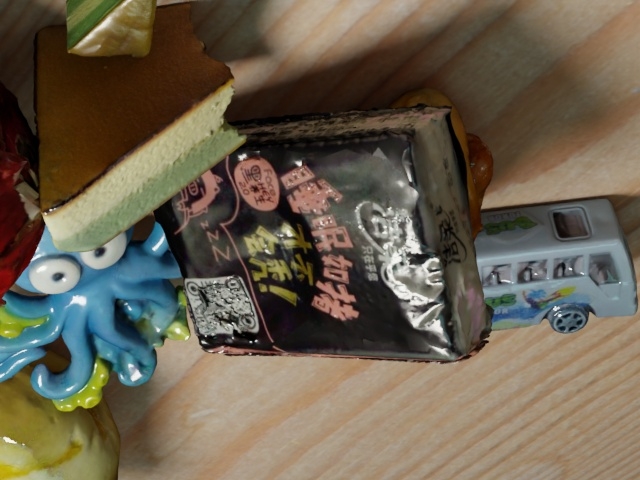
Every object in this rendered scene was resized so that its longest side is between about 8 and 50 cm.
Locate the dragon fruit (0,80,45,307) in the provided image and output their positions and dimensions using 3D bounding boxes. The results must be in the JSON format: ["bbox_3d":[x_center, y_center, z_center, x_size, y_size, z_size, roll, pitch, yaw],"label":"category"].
[{"bbox_3d":[-0.398,-0.042,1.513,0.301,0.296,0.295,-21,143,8],"label":"dragon fruit"}]

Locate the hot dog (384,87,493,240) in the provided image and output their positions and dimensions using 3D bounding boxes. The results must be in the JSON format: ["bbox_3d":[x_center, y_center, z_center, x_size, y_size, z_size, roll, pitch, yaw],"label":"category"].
[{"bbox_3d":[0.084,-0.036,1.727,0.153,0.150,0.256,28,132,-27],"label":"hot dog"}]

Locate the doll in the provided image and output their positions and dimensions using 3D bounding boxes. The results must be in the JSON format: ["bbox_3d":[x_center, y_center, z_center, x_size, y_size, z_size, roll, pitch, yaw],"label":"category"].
[{"bbox_3d":[-0.250,0.049,1.756,0.346,0.099,0.341,-27,132,0],"label":"doll"}]

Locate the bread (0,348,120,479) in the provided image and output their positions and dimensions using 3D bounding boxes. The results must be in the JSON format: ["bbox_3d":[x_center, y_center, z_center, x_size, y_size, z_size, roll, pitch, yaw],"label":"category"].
[{"bbox_3d":[-0.380,0.254,1.998,0.300,0.210,0.341,9,135,9],"label":"bread"}]

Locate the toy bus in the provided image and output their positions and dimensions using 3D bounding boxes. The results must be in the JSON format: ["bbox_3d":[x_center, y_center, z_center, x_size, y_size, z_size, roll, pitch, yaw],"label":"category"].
[{"bbox_3d":[0.193,0.036,1.886,0.329,0.109,0.136,-7,134,-2],"label":"toy bus"}]

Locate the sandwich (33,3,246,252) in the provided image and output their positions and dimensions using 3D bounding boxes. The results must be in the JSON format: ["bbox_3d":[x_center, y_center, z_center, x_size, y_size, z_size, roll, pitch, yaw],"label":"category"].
[{"bbox_3d":[-0.163,-0.099,1.521,0.186,0.220,0.108,-8,144,2],"label":"sandwich"}]

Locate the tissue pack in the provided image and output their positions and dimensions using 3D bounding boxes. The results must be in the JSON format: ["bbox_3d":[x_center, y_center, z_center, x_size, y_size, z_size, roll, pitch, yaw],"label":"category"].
[{"bbox_3d":[0.000,0.000,1.618,0.332,0.123,0.245,-1,112,35],"label":"tissue pack"}]

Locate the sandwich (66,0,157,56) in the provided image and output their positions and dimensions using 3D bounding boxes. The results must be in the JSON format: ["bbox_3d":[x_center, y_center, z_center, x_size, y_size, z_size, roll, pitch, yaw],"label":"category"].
[{"bbox_3d":[-0.182,-0.225,1.465,0.074,0.074,0.116,1,143,-13],"label":"sandwich"}]
